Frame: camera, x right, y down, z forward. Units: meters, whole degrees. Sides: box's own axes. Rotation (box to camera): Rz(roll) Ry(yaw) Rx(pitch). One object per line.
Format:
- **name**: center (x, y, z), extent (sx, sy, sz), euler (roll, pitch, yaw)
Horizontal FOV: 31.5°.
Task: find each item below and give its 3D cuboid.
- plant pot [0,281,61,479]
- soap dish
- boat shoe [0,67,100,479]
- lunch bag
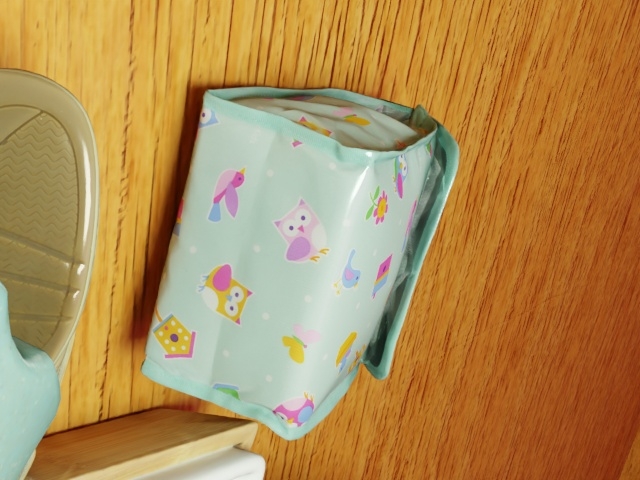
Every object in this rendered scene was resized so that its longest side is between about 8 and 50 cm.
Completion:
- **plant pot**: center (-0.280, 0.108, 0.347), extent (0.334, 0.341, 0.341), euler (-57, 153, -27)
- **soap dish**: center (-0.177, 0.268, 0.853), extent (0.229, 0.118, 0.290), euler (-6, 120, -58)
- **boat shoe**: center (-0.203, 0.056, 0.646), extent (0.110, 0.122, 0.341), euler (-94, -157, -69)
- **lunch bag**: center (0.000, 0.000, 0.872), extent (0.262, 0.160, 0.223), euler (-21, 130, -66)
